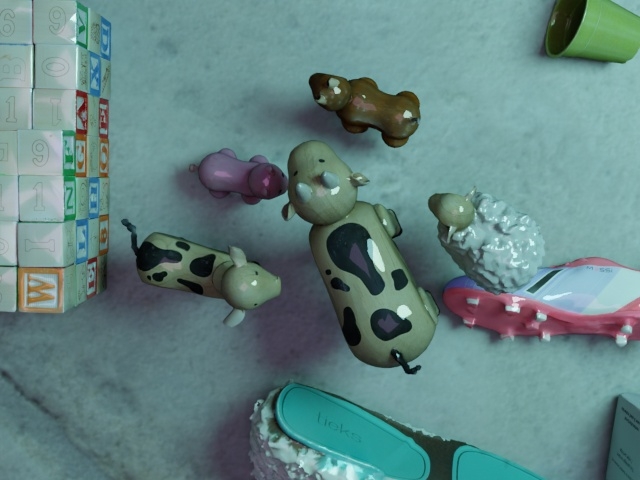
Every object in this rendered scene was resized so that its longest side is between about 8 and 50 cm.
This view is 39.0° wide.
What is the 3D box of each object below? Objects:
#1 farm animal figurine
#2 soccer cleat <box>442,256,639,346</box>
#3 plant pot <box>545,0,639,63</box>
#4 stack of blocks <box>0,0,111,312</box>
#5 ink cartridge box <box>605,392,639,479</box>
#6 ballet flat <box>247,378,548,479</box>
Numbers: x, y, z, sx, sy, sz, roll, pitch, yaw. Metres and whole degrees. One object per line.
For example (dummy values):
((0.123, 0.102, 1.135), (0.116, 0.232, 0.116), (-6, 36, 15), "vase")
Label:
((0.000, 0.000, 0.882), (0.330, 0.172, 0.326), (-42, 82, 8), "farm animal figurine")
((0.257, 0.056, 0.968), (0.248, 0.083, 0.095), (6, 58, 9), "soccer cleat")
((0.290, -0.220, 0.942), (0.079, 0.083, 0.083), (14, 95, -13), "plant pot")
((-0.276, -0.086, 0.910), (0.087, 0.171, 0.297), (2, 94, 1), "stack of blocks")
((0.410, 0.319, 0.956), (0.202, 0.117, 0.278), (7, 95, 0), "ink cartridge box")
((0.108, 0.278, 0.971), (0.409, 0.147, 0.147), (25, 95, 2), "ballet flat")
